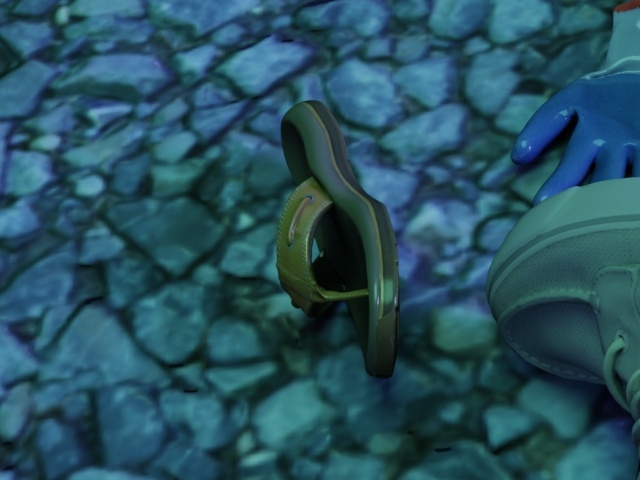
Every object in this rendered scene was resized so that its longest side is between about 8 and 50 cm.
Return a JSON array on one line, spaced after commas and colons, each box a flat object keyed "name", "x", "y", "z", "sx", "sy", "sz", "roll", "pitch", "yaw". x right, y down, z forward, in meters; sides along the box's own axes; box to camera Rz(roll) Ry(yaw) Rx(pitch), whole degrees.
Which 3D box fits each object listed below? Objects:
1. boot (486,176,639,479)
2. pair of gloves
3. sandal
[{"name": "boot", "x": 0.130, "y": 0.047, "z": 0.654, "sx": 0.258, "sy": 0.095, "sz": 0.123, "roll": -17, "pitch": 38, "yaw": 58}, {"name": "pair of gloves", "x": 0.195, "y": -0.054, "z": 0.838, "sx": 0.198, "sy": 0.023, "sz": 0.159, "roll": 9, "pitch": 51, "yaw": 24}, {"name": "sandal", "x": 0.000, "y": 0.000, "z": 0.803, "sx": 0.049, "sy": 0.072, "sz": 0.180, "roll": -11, "pitch": 38, "yaw": -10}]
